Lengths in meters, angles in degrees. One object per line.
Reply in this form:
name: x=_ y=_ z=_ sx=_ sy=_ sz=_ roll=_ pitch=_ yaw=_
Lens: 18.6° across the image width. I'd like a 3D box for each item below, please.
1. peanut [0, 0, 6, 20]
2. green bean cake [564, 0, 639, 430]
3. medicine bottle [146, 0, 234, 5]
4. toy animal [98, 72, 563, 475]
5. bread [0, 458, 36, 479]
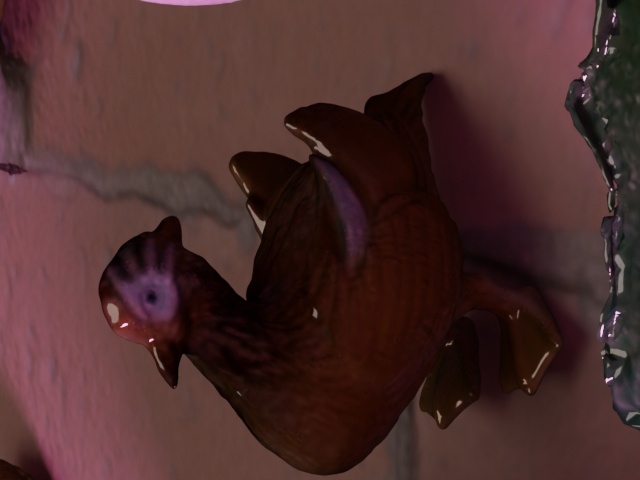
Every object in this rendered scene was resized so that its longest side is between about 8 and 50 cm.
peanut: x=-0.260 y=-0.133 z=1.115 sx=0.305 sy=0.147 sz=0.147 roll=-44 pitch=61 yaw=50
green bean cake: x=0.142 y=-0.068 z=0.597 sx=0.193 sy=0.107 sz=0.208 roll=-49 pitch=57 yaw=48
medicine bottle: x=0.010 y=-0.227 z=0.547 sx=0.378 sy=0.213 sz=0.214 roll=-42 pitch=62 yaw=61
toy animal: x=0.000 y=0.000 z=0.756 sx=0.089 sy=0.179 sz=0.188 roll=-34 pitch=42 yaw=49
bread: x=-0.180 y=0.180 z=1.123 sx=0.082 sy=0.060 sz=0.113 roll=2 pitch=100 yaw=54
